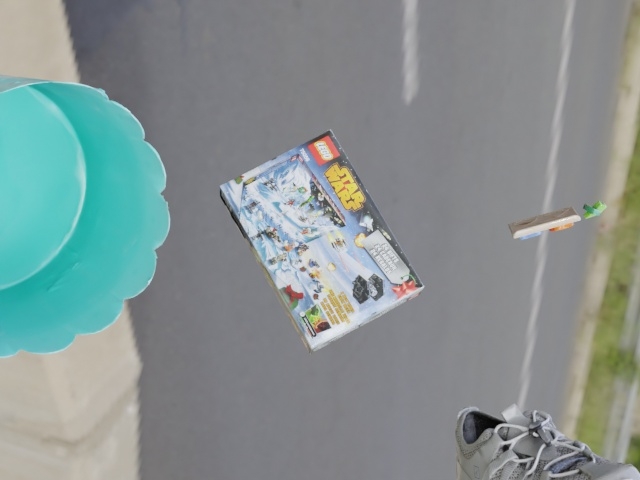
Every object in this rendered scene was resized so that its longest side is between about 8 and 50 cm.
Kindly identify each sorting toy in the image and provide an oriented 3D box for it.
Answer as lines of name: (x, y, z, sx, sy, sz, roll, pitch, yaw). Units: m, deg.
sorting toy: (0.199, -0.016, 1.207, 0.062, 0.083, 0.012, -63, 137, -81)

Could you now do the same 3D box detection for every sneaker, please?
sneaker: (0.196, 0.212, 1.362, 0.105, 0.281, 0.115, -18, 94, -26)

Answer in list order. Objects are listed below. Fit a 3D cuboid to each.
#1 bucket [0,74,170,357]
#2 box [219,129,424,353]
bucket: (-0.306, -0.035, 1.441, 0.281, 0.183, 0.281, -9, 108, -29)
box: (0.000, 0.000, 1.044, 0.094, 0.137, 0.027, -27, 167, -10)
